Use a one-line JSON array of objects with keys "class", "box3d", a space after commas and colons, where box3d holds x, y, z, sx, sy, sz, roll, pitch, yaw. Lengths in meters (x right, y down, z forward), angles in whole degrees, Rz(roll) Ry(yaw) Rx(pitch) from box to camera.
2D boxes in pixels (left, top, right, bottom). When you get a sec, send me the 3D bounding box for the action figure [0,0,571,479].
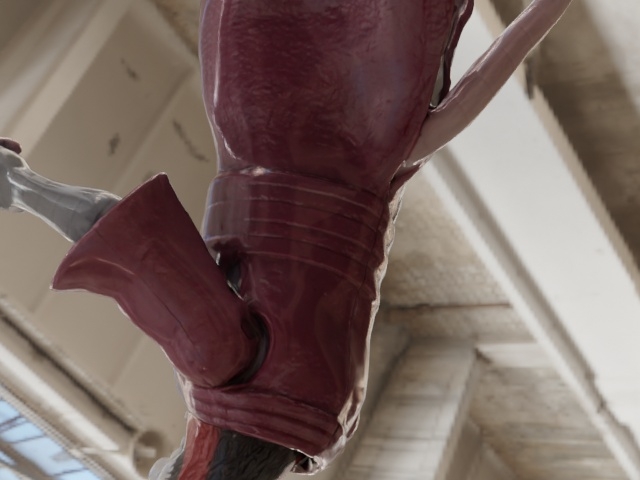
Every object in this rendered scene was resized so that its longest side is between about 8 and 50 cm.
[{"class": "action figure", "box3d": [0.000, 0.000, 0.582, 0.248, 0.276, 0.370, 38, -123, -53]}]
